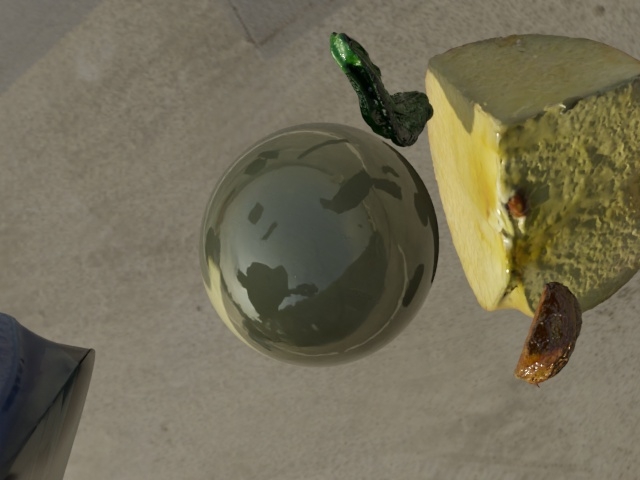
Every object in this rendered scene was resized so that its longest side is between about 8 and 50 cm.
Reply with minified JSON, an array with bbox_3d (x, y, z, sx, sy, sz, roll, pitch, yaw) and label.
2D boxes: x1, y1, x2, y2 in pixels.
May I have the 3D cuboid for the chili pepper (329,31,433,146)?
[{"bbox_3d":[0.039,-0.086,0.573,0.035,0.118,0.055,-29,63,23],"label":"chili pepper"}]

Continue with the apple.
[{"bbox_3d":[0.260,-0.068,1.087,0.314,0.252,0.309,9,135,29],"label":"apple"}]

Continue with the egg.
[{"bbox_3d":[0.000,0.000,0.709,0.186,0.241,0.186,1,103,5],"label":"egg"}]

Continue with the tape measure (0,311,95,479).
[{"bbox_3d":[-0.243,0.180,0.479,0.138,0.262,0.259,18,105,-3],"label":"tape measure"}]

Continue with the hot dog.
[{"bbox_3d":[0.180,0.074,0.702,0.035,0.058,0.083,20,85,8],"label":"hot dog"}]
